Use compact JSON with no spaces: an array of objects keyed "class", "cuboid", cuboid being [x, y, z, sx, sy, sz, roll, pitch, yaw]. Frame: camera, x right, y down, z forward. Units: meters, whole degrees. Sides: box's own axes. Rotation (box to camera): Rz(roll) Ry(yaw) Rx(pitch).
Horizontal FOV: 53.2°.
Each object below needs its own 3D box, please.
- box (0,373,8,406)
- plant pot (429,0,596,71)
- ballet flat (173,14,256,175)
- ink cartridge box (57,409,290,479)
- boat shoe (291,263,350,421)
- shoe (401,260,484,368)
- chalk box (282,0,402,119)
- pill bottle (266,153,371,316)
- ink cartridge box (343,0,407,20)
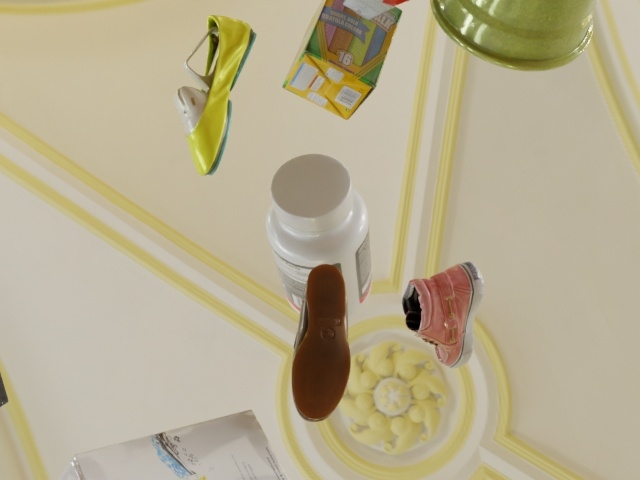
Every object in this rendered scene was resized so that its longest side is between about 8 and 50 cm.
[{"class":"box","cuboid":[-0.578,0.149,0.895,0.163,0.142,0.247,5,-68,24]},{"class":"plant pot","cuboid":[0.329,-0.442,0.946,0.276,0.254,0.276,3,-120,-6]},{"class":"ballet flat","cuboid":[-0.149,-0.197,0.837,0.077,0.077,0.230,22,-110,-27]},{"class":"ink cartridge box","cuboid":[-0.164,0.321,0.699,0.171,0.233,0.168,-53,-124,31]},{"class":"boat shoe","cuboid":[0.003,0.135,0.822,0.073,0.073,0.207,10,-122,-2]},{"class":"shoe","cuboid":[0.139,0.099,0.768,0.081,0.178,0.063,-13,-133,-12]},{"class":"chalk box","cuboid":[0.044,-0.343,1.086,0.132,0.132,0.213,24,-112,-12]},{"class":"pill bottle","cuboid":[0.000,0.000,1.128,0.176,0.318,0.176,-3,-124,4]},{"class":"ink cartridge box","cuboid":[0.115,-0.404,0.858,0.066,0.232,0.189,27,-83,-11]}]
